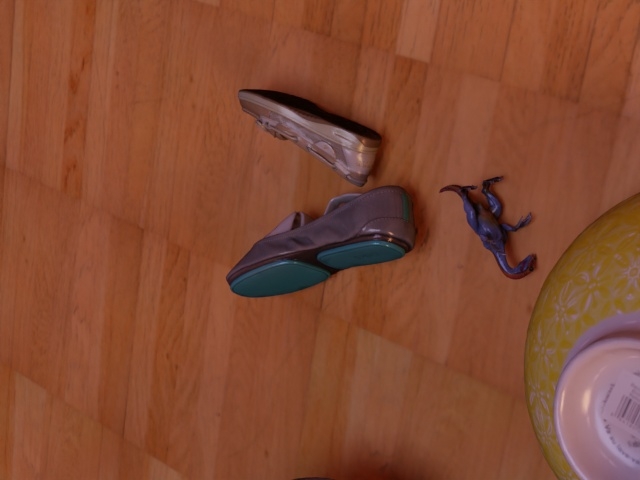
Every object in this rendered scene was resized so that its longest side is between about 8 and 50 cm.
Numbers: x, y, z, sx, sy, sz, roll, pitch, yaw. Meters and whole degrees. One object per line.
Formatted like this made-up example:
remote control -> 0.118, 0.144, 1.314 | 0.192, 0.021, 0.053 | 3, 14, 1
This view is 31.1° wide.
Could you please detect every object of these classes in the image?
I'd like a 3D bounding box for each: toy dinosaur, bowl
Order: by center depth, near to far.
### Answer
bowl -> 0.244, 0.104, 0.776 | 0.289, 0.156, 0.289 | 9, 104, 40
toy dinosaur -> 0.143, -0.009, 0.932 | 0.090, 0.047, 0.082 | -166, 59, -73

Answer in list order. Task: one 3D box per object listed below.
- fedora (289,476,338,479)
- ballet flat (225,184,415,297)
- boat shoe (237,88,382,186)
fedora -> 0.016, 0.339, 1.036 | 0.243, 0.124, 0.275 | 27, 105, 31
ballet flat -> 0.000, 0.000, 1.035 | 0.213, 0.072, 0.068 | -18, 60, 40
boat shoe -> -0.016, -0.096, 1.026 | 0.153, 0.056, 0.048 | 25, 110, 27
